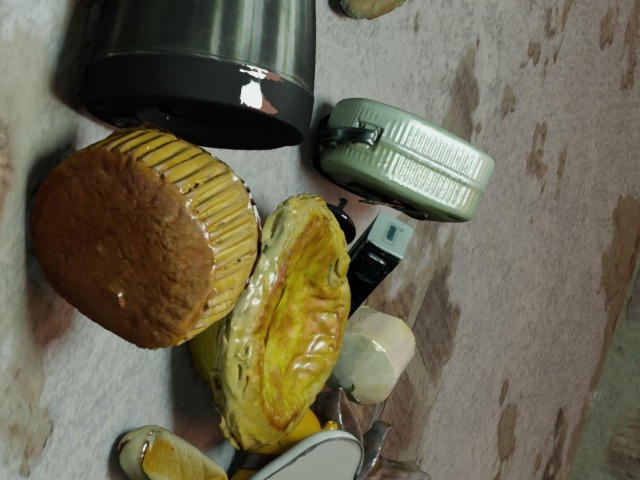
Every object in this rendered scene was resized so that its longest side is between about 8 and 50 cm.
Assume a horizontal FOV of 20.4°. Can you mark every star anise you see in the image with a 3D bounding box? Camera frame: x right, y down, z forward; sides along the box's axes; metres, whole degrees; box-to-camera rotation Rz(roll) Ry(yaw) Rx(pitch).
[{"bbox_3d":[0.025,0.312,2.295,0.198,0.110,0.257,-50,138,-2],"label":"star anise"}]

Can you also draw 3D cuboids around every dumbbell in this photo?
[{"bbox_3d":[0.000,0.000,2.119,0.069,0.069,0.147,80,32,-44],"label":"dumbbell"}]

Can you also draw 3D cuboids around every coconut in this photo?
[{"bbox_3d":[0.054,0.150,2.269,0.122,0.116,0.116,-52,147,-52],"label":"coconut"}]

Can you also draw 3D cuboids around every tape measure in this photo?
[{"bbox_3d":[0.079,-0.089,2.126,0.115,0.207,0.235,-69,-164,-3],"label":"tape measure"}]

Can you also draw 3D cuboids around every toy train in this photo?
[{"bbox_3d":[0.042,0.044,2.147,0.051,0.052,0.234,-64,-174,-32],"label":"toy train"}]

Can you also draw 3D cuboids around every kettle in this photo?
[{"bbox_3d":[-0.081,-0.230,1.625,0.250,0.207,0.271,15,78,-47],"label":"kettle"}]

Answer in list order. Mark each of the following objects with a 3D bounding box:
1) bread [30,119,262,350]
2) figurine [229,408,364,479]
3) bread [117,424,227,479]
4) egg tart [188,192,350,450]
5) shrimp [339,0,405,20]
[{"bbox_3d":[-0.159,-0.001,1.567,0.104,0.199,0.199,-34,132,-57],"label":"bread"},{"bbox_3d":[-0.072,0.274,2.095,0.250,0.141,0.166,-45,143,11],"label":"figurine"},{"bbox_3d":[-0.161,0.245,1.883,0.214,0.053,0.073,46,55,-61],"label":"bread"},{"bbox_3d":[-0.064,0.086,1.954,0.295,0.116,0.295,13,90,-70],"label":"egg tart"},{"bbox_3d":[0.067,-0.436,2.050,0.272,0.085,0.445,-58,155,-29],"label":"shrimp"}]
